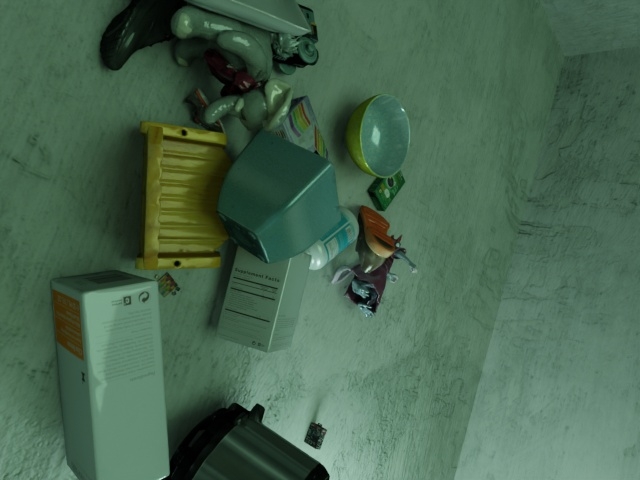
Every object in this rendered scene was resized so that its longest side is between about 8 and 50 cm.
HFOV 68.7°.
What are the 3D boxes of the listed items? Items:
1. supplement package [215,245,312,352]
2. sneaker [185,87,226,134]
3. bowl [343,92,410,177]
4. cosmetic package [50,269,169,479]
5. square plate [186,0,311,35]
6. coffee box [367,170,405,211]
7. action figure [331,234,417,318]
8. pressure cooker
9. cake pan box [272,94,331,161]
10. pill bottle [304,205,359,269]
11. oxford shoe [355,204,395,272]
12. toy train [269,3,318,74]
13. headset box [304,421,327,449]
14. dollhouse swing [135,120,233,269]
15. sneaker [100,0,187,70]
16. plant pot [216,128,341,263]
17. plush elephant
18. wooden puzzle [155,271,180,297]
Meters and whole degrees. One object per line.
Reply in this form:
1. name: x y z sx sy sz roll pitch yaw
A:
1. supplement package: -0.161 0.157 1.375 0.177 0.175 0.293 27 76 -70
2. sneaker: -0.312 -0.334 1.272 0.064 0.061 0.158 -31 129 -3
3. bowl: 0.178 -0.371 1.680 0.289 0.156 0.290 -9 103 -44
4. cosmetic package: -0.477 0.310 1.061 0.161 0.230 0.454 -8 98 -44
5. square plate: -0.214 -0.591 1.102 0.347 0.344 0.049 9 129 -24
6. coffee box: 0.268 -0.218 1.879 0.184 0.040 0.113 -53 130 -25
7. action figure: 0.212 0.103 1.823 0.275 0.248 0.370 30 56 -2
8. pressure cooker: -0.226 0.680 1.282 0.370 0.420 0.376 -28 140 -61
9. cake pan box: -0.057 -0.282 1.453 0.267 0.070 0.246 69 29 -26
10. pill bottle: 0.000 0.000 1.568 0.264 0.146 0.146 -37 122 -35
11. oxford shoe: 0.169 -0.016 1.682 0.129 0.364 0.133 29 114 -11
12. toy train: -0.143 -0.599 1.340 0.333 0.142 0.190 -5 87 -42
13. headset box: -0.017 0.719 1.732 0.032 0.062 0.083 35 72 -44
14. dollhouse swing: -0.300 -0.097 1.121 0.315 0.305 0.347 1 96 -37
15. sneaker: -0.405 -0.507 1.104 0.130 0.109 0.286 41 69 -46
16. plant pot: -0.125 -0.090 1.234 0.252 0.247 0.247 -49 153 -22
17. plush elephant: -0.198 -0.385 1.150 0.329 0.272 0.256 -6 96 -23
18. wooden puzzle: -0.417 0.120 1.263 0.049 0.006 0.083 -47 127 -30
